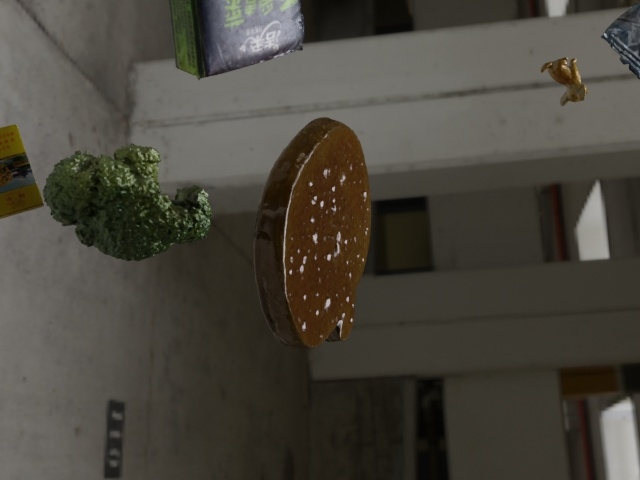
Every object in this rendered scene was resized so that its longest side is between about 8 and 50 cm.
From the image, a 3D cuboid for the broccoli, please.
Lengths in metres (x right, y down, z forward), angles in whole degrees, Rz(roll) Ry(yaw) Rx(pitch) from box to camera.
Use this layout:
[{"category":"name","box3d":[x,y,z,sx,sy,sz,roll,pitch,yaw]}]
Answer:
[{"category":"broccoli","box3d":[-0.307,-0.088,1.648,0.302,0.254,0.186,-49,163,-58]}]

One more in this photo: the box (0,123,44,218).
[{"category":"box","box3d":[-0.554,-0.121,1.680,0.023,0.087,0.155,-26,-97,67]}]

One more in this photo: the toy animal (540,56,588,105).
[{"category":"toy animal","box3d":[0.427,-0.273,1.656,0.060,0.081,0.083,-31,-115,58]}]

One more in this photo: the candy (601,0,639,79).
[{"category":"candy","box3d":[0.289,-0.191,0.788,0.136,0.088,0.038,-59,-161,-9]}]

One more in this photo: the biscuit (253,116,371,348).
[{"category":"biscuit","box3d":[-0.009,0.000,1.486,0.394,0.070,0.350,-50,137,-58]}]

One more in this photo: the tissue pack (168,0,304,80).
[{"category":"tissue pack","box3d":[-0.108,-0.337,1.194,0.073,0.173,0.235,30,-47,43]}]
